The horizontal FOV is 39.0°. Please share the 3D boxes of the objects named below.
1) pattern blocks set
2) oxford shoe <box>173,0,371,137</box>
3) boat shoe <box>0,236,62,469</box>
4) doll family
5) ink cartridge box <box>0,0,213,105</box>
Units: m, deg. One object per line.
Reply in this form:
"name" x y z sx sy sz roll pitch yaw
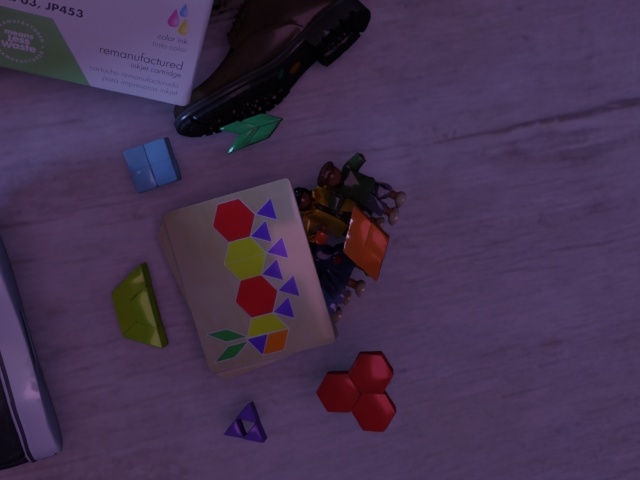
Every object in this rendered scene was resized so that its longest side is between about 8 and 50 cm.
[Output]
"pattern blocks set" -0.069 0.042 0.897 0.285 0.026 0.325 -7 97 10
"oxford shoe" -0.065 -0.190 0.922 0.227 0.083 0.096 -38 76 -7
"boat shoe" -0.335 0.076 0.852 0.102 0.108 0.301 -16 102 -13
"doll family" 0.000 0.000 0.935 0.111 0.076 0.193 23 90 -17
"ink cartridge box" -0.174 -0.301 0.756 0.207 0.353 0.119 10 45 -12
